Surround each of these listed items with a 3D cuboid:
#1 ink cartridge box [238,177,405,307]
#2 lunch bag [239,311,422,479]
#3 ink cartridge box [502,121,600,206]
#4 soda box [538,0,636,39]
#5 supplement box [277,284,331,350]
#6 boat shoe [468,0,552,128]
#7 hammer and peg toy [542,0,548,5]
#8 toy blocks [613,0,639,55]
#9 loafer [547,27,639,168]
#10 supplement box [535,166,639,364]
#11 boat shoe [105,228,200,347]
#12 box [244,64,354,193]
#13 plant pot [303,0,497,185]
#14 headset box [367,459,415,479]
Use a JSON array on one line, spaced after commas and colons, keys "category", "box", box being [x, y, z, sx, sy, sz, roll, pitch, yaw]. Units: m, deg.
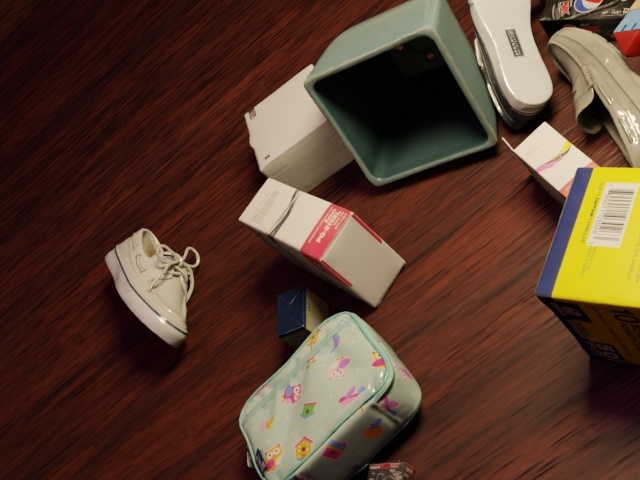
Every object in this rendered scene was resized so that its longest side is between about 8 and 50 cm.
[{"category": "ink cartridge box", "box": [0.000, 0.000, 1.496, 0.237, 0.172, 0.100, 25, 78, 47]}, {"category": "lunch bag", "box": [0.001, 0.255, 1.348, 0.279, 0.108, 0.224, -44, 35, 5]}, {"category": "ink cartridge box", "box": [0.364, -0.098, 1.300, 0.067, 0.115, 0.198, -43, 43, 8]}, {"category": "soda box", "box": [0.455, -0.372, 1.463, 0.169, 0.060, 0.053, 11, 67, 44]}, {"category": "supplement box", "box": [-0.027, 0.136, 1.486, 0.056, 0.083, 0.083, -23, 48, 27]}, {"category": "boat shoe", "box": [0.310, -0.332, 1.493, 0.108, 0.102, 0.301, -8, 68, -14]}, {"category": "hammer and peg toy", "box": [0.368, -0.607, 1.581, 0.127, 0.266, 0.361, -14, 46, -2]}, {"category": "toy blocks", "box": [0.564, -0.305, 1.197, 0.261, 0.191, 0.381, -51, 27, -17]}, {"category": "loafer", "box": [0.430, -0.220, 1.337, 0.111, 0.112, 0.319, -34, 44, 5]}, {"category": "supplement box", "box": [0.476, 0.044, 1.043, 0.356, 0.194, 0.195, 5, 64, 43]}, {"category": "boat shoe", "box": [-0.314, 0.070, 1.758, 0.156, 0.136, 0.367, -46, 32, 0]}, {"category": "box", "box": [-0.034, -0.211, 1.718, 0.182, 0.119, 0.181, -35, 44, 16]}, {"category": "plant pot", "box": [0.160, -0.293, 1.538, 0.247, 0.247, 0.252, -18, 35, 31]}, {"category": "headset box", "box": [0.099, 0.356, 1.258, 0.062, 0.032, 0.083, -14, 52, 33]}]
